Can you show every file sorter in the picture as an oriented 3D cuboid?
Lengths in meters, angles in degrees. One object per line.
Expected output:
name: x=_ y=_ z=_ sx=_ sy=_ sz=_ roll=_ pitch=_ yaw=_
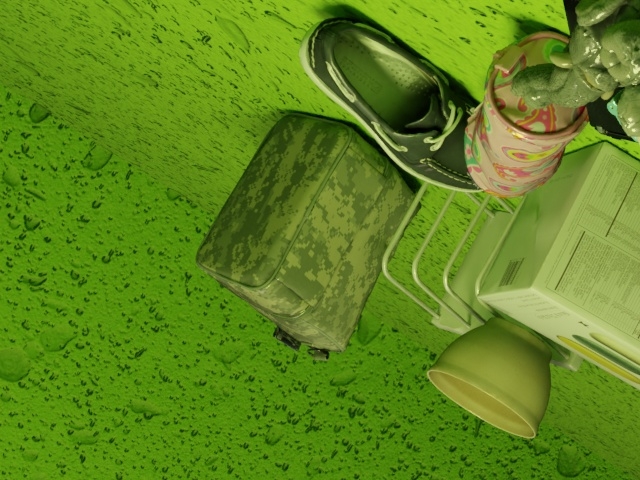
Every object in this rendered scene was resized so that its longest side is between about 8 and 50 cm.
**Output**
file sorter: x=0.249 y=0.026 z=2.183 sx=0.173 sy=0.193 sz=0.277 roll=39 pitch=165 yaw=-37

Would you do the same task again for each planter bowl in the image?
planter bowl: x=0.235 y=0.169 z=2.081 sx=0.162 sy=0.109 sz=0.162 roll=30 pitch=165 yaw=9

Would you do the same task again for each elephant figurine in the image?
elephant figurine: x=0.262 y=-0.173 z=1.288 sx=0.239 sy=0.186 sz=0.169 roll=-117 pitch=10 yaw=-61

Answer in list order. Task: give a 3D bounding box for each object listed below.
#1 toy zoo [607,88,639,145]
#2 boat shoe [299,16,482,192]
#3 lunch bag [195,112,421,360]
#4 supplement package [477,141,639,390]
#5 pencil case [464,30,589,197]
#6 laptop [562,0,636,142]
toy zoo: x=0.369 y=-0.097 z=1.380 sx=0.293 sy=0.030 sz=0.192 roll=17 pitch=138 yaw=44
boat shoe: x=0.108 y=-0.152 z=1.881 sx=0.302 sy=0.114 sz=0.091 roll=31 pitch=175 yaw=-19
lunch bag: x=0.000 y=0.000 z=2.386 sx=0.256 sy=0.305 sz=0.212 roll=37 pitch=167 yaw=-37
supplement package: x=0.367 y=0.042 z=1.907 sx=0.262 sy=0.198 sz=0.199 roll=29 pitch=169 yaw=-9
pencil case: x=0.216 y=-0.127 z=1.699 sx=0.124 sy=0.124 sz=0.284 roll=27 pitch=171 yaw=4
laptop: x=0.380 y=-0.142 z=1.490 sx=0.264 sy=0.137 sz=0.234 roll=2 pitch=-167 yaw=-45
